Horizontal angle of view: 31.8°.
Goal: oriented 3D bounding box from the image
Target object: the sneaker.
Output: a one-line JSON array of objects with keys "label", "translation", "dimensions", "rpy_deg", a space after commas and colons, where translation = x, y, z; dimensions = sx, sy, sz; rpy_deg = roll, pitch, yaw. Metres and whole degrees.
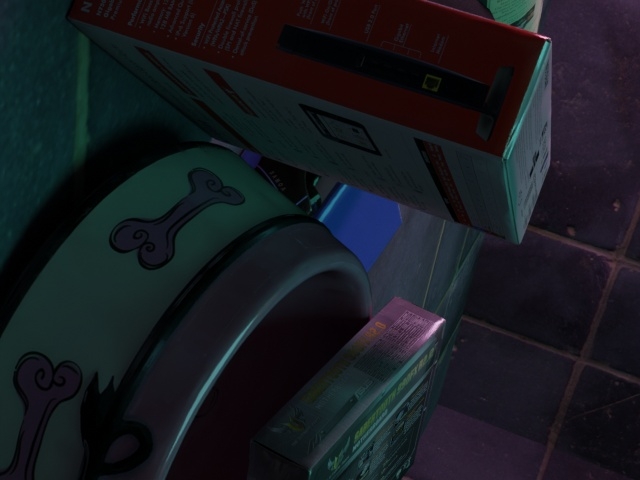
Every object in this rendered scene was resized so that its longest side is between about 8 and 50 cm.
[{"label": "sneaker", "translation": [-0.058, -0.018, 1.115], "dimensions": [0.081, 0.090, 0.232], "rpy_deg": [82, 30, -62]}]

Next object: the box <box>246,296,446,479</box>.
[{"label": "box", "translation": [0.018, 0.181, 0.955], "dimensions": [0.231, 0.056, 0.183], "rpy_deg": [-40, 147, -46]}]

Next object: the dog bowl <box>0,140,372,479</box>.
[{"label": "dog bowl", "translation": [-0.104, 0.135, 0.906], "dimensions": [0.408, 0.150, 0.408], "rpy_deg": [-49, 154, -34]}]

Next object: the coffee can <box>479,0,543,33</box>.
[{"label": "coffee can", "translation": [0.175, -0.306, 1.383], "dimensions": [0.275, 0.202, 0.201], "rpy_deg": [79, 34, -65]}]

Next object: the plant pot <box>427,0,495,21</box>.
[{"label": "plant pot", "translation": [0.097, -0.189, 1.204], "dimensions": [0.188, 0.187, 0.167], "rpy_deg": [31, 53, -33]}]

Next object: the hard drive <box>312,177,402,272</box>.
[{"label": "hard drive", "translation": [-0.013, 0.044, 1.322], "dimensions": [0.318, 0.040, 0.210], "rpy_deg": [-54, 155, -19]}]

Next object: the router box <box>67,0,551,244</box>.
[{"label": "router box", "translation": [0.018, -0.106, 0.847], "dimensions": [0.335, 0.301, 0.082], "rpy_deg": [38, 73, -76]}]
